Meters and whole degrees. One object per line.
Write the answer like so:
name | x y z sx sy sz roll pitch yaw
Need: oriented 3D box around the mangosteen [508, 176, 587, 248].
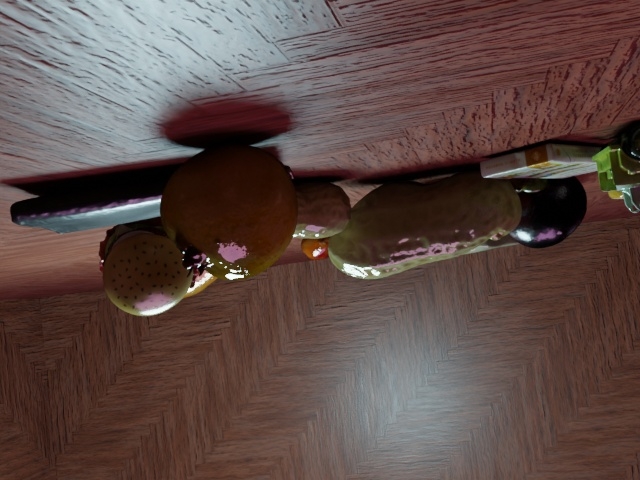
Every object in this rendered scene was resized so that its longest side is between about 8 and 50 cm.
mangosteen | 0.378 -0.063 1.325 0.152 0.152 0.152 -7 176 -1

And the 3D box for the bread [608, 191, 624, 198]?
bread | 0.596 -0.115 1.385 0.149 0.073 0.122 -5 -179 4

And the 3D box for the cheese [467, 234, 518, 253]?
cheese | 0.334 -0.033 1.585 0.318 0.115 0.326 -7 -178 9

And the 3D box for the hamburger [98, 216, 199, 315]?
hamburger | -0.285 0.045 1.262 0.175 0.175 0.137 -7 -162 -6

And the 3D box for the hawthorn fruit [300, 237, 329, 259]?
hawthorn fruit | 0.000 0.000 1.887 0.081 0.081 0.093 -4 145 -37

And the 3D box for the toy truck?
toy truck | 0.515 -0.097 1.031 0.259 0.135 0.128 -11 176 6

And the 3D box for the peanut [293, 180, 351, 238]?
peanut | -0.050 -0.043 1.117 0.228 0.085 0.104 -2 177 -37

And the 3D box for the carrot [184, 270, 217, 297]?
carrot | -0.257 0.028 1.505 0.225 0.159 0.159 -23 171 17

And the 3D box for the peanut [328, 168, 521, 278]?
peanut | 0.162 -0.030 1.231 0.313 0.152 0.152 -15 174 14

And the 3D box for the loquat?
loquat | -0.096 -0.030 0.816 0.163 0.137 0.163 -47 168 -13

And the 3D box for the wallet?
wallet | -0.205 -0.057 0.967 0.321 0.044 0.170 -10 176 1

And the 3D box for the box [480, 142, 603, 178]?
box | 0.355 -0.117 1.154 0.220 0.032 0.122 -3 175 -43
